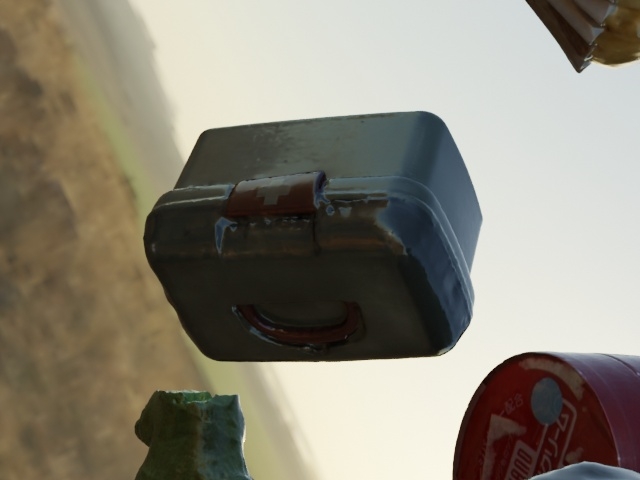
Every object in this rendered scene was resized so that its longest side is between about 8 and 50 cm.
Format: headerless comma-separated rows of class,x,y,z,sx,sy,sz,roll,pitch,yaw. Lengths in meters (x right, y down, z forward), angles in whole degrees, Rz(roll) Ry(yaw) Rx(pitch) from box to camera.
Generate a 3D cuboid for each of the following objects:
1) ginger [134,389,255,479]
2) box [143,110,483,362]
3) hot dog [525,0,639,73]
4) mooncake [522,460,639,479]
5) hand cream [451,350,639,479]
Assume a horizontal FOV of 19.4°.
ginger,-0.110,0.261,1.622,0.089,0.137,0.289,73,2,-67
box,0.000,0.000,1.262,0.129,0.210,0.148,-71,148,-40
hot dog,0.129,-0.154,0.592,0.069,0.252,0.131,26,-41,10
mooncake,0.169,0.289,1.197,0.155,0.284,0.284,25,-35,52
hand cream,0.231,0.204,1.584,0.230,0.149,0.230,-9,-101,53
